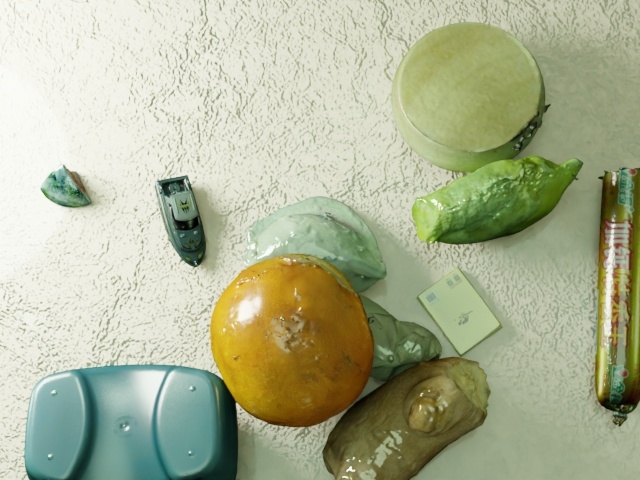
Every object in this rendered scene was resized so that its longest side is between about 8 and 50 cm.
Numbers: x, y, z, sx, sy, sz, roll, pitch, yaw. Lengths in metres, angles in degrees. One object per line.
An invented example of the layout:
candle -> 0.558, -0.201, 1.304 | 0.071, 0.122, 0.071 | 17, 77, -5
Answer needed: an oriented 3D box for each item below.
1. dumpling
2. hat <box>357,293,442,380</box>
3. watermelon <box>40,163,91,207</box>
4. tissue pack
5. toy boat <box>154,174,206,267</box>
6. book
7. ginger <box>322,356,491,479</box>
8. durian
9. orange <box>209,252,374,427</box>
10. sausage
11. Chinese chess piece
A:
dumpling -> -0.003, 0.003, 1.926 | 0.217, 0.105, 0.149 | 11, 85, 9
hat -> 0.083, 0.137, 1.914 | 0.122, 0.081, 0.166 | -43, 69, -8
watermelon -> -0.384, -0.091, 1.999 | 0.085, 0.085, 0.061 | 12, 44, 6
tissue pack -> -0.258, 0.280, 1.842 | 0.287, 0.206, 0.198 | -3, 69, 1
toy boat -> -0.205, -0.026, 1.973 | 0.055, 0.060, 0.141 | -13, 82, -24
book -> 0.205, 0.105, 1.940 | 0.077, 0.014, 0.111 | -35, 78, -3
ginger -> 0.119, 0.258, 1.818 | 0.276, 0.221, 0.130 | -43, 95, -15
durian -> 0.256, -0.057, 1.909 | 0.250, 0.139, 0.101 | -14, 81, 0
orange -> -0.037, 0.137, 1.803 | 0.240, 0.240, 0.240 | -1, 78, 3
sausage -> 0.433, 0.082, 1.902 | 0.082, 0.082, 0.371 | 4, 79, 4
Chinese chess piece -> 0.220, -0.209, 1.958 | 0.238, 0.092, 0.237 | -1, 70, 3
